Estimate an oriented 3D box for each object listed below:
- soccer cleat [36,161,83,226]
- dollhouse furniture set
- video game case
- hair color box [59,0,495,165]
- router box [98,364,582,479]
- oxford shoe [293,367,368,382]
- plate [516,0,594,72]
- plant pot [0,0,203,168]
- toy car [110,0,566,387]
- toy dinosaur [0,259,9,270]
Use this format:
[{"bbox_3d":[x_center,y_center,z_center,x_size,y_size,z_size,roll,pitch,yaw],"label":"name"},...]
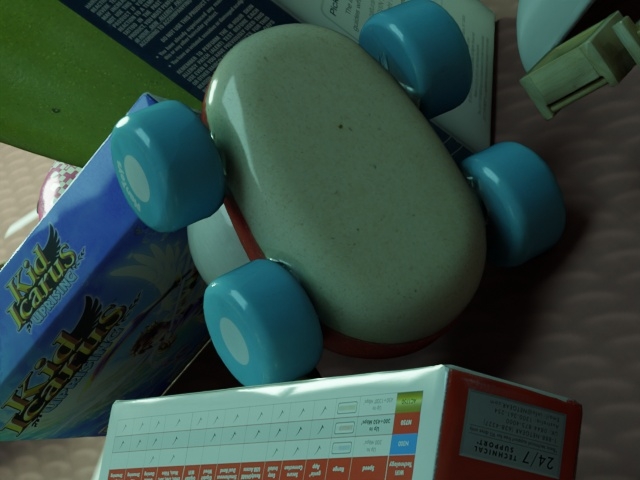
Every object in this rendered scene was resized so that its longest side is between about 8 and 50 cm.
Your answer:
[{"bbox_3d":[-0.167,-0.075,1.626,0.143,0.116,0.331,-43,27,25],"label":"soccer cleat"},{"bbox_3d":[0.237,-0.119,1.033,0.182,0.101,0.161,-29,10,45],"label":"dollhouse furniture set"},{"bbox_3d":[-0.132,0.030,1.320,0.061,0.244,0.269,45,102,21],"label":"video game case"},{"bbox_3d":[-0.040,-0.173,1.245,0.105,0.347,0.174,-37,29,34],"label":"hair color box"},{"bbox_3d":[-0.024,0.226,0.931,0.335,0.082,0.301,-11,65,56],"label":"router box"},{"bbox_3d":[0.029,0.116,1.090,0.096,0.083,0.227,-47,34,0],"label":"oxford shoe"},{"bbox_3d":[0.205,-0.280,1.192,0.277,0.045,0.278,122,171,-60],"label":"plate"},{"bbox_3d":[-0.173,-0.168,1.501,0.275,0.293,0.275,-59,0,0],"label":"plant pot"},{"bbox_3d":[-0.009,0.001,1.154,0.219,0.210,0.238,-26,-14,-25],"label":"toy car"},{"bbox_3d":[-0.325,0.097,1.700,0.200,0.127,0.295,-48,12,-3],"label":"toy dinosaur"}]
